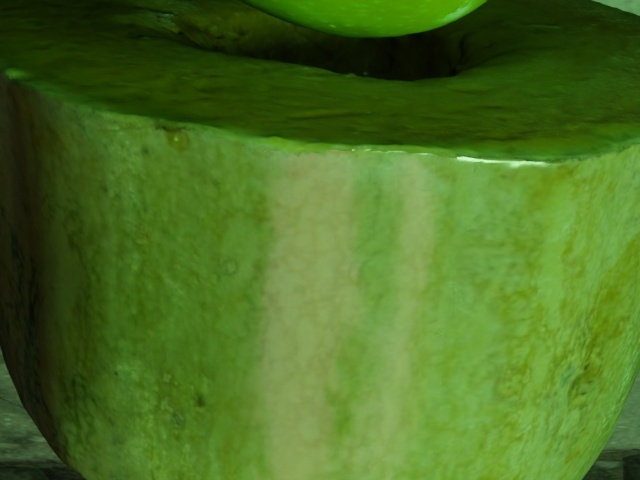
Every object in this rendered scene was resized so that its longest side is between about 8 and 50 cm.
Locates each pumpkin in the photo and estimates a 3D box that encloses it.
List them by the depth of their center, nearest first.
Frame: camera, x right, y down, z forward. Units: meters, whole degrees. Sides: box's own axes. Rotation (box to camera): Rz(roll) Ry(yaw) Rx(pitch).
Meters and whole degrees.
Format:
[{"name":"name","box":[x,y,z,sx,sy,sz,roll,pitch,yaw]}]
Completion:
[{"name":"pumpkin","box":[0.000,0.000,0.800,0.332,0.199,0.332,5,-164,-1]}]

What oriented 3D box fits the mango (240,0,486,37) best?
[{"name":"mango","box":[-0.040,-0.181,0.704,0.293,0.143,0.175,25,154,-18]}]
